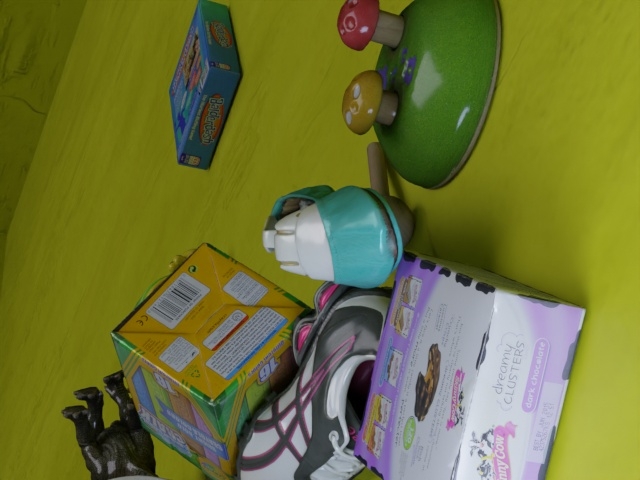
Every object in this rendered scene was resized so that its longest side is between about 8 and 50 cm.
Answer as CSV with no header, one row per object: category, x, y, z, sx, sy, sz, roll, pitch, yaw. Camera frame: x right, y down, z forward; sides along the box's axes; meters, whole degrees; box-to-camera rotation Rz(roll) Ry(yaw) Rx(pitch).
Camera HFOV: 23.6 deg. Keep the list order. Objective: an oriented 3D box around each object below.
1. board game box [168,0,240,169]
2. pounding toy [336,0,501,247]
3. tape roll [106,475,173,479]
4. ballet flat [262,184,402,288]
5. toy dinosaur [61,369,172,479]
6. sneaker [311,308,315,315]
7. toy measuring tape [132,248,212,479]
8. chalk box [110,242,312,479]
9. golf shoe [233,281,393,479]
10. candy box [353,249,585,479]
board game box,-0.166,-0.223,2.167,0.210,0.047,0.160,-104,31,-53
pounding toy,0.055,-0.124,1.316,0.183,0.110,0.237,-100,28,-50
tape roll,-0.170,0.414,1.429,0.392,0.072,0.392,-16,65,38
ballet flat,0.000,0.000,1.237,0.247,0.087,0.083,-160,57,-80
toy dinosaur,-0.227,0.244,1.742,0.313,0.121,0.160,-152,52,-69
sneaker,-0.015,0.102,1.490,0.144,0.059,0.053,4,53,56
toy measuring tape,-0.173,0.154,1.833,0.121,0.121,0.330,129,148,-55
chalk box,-0.087,0.133,1.421,0.132,0.132,0.213,-46,-30,-24
golf shoe,0.003,0.165,1.305,0.120,0.105,0.273,-126,49,-58
candy box,0.100,0.104,1.091,0.196,0.070,0.165,-155,78,-73
